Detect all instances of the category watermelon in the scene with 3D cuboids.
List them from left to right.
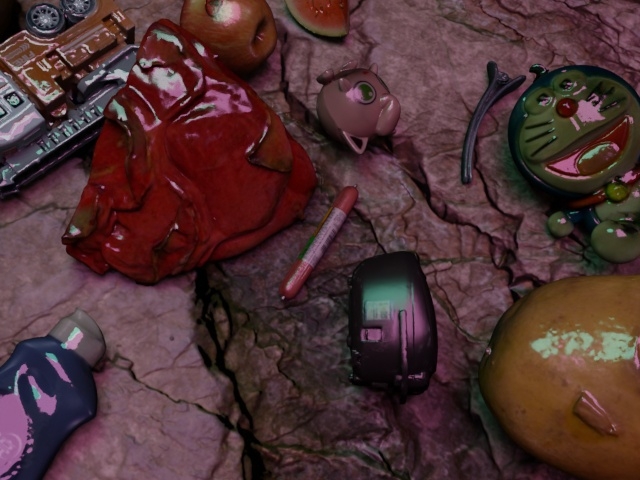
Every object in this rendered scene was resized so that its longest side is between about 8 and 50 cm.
[{"bbox_3d":[0.018,-0.403,1.194,0.125,0.094,0.135,-25,77,-25],"label":"watermelon"}]

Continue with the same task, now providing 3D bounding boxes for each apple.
[{"bbox_3d":[-0.140,-0.328,1.112,0.131,0.146,0.146,11,64,21],"label":"apple"}]

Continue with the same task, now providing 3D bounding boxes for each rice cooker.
[{"bbox_3d":[0.096,0.115,0.959,0.118,0.142,0.203,-2,66,5],"label":"rice cooker"}]

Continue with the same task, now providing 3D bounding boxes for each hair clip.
[{"bbox_3d":[0.264,-0.191,1.171,0.070,0.039,0.229,26,71,5],"label":"hair clip"}]

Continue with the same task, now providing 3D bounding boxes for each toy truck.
[{"bbox_3d":[-0.399,-0.209,1.040,0.184,0.133,0.338,45,67,2],"label":"toy truck"}]

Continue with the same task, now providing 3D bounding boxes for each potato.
[{"bbox_3d":[0.386,0.114,0.909,0.296,0.290,0.397,26,86,7],"label":"potato"}]

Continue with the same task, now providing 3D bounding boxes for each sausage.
[{"bbox_3d":[0.000,0.000,1.054,0.029,0.029,0.223,30,67,6],"label":"sausage"}]

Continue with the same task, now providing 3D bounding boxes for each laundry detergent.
[{"bbox_3d":[-0.366,0.214,0.881,0.143,0.094,0.290,33,68,5],"label":"laundry detergent"}]

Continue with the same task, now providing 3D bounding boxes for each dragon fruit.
[{"bbox_3d":[-0.180,-0.083,0.961,0.286,0.228,0.329,36,66,7],"label":"dragon fruit"}]

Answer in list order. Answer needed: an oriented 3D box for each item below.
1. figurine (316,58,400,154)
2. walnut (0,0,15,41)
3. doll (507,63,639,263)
[{"bbox_3d":[0.056,-0.207,1.099,0.125,0.125,0.138,-32,90,-18],"label":"figurine"},{"bbox_3d":[-0.599,-0.355,0.992,0.332,0.333,0.333,3,67,-6],"label":"walnut"},{"bbox_3d":[0.403,-0.127,1.080,0.198,0.186,0.322,-26,89,15],"label":"doll"}]
